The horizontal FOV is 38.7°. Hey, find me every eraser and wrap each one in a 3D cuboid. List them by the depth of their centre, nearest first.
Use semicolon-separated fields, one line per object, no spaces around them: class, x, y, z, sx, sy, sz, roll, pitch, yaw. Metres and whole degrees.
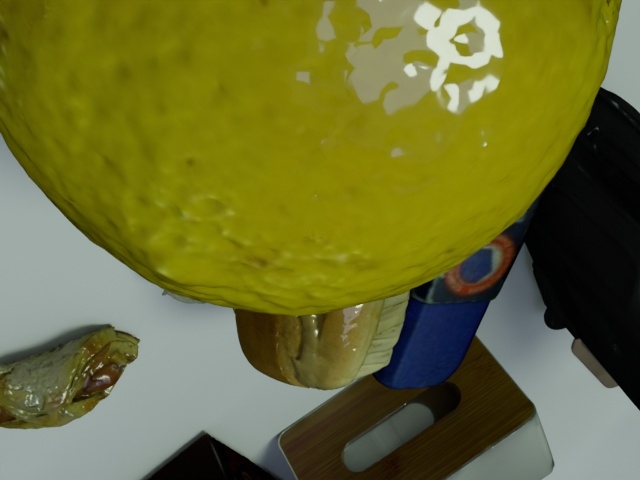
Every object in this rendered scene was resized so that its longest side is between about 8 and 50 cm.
eraser;0.105;-0.042;0.782;0.102;0.155;0.332;0;126;-29

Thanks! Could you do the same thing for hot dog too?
hot dog;-0.230;0.129;0.783;0.169;0.061;0.078;-19;134;-16

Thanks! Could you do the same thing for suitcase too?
suitcase;0.320;0.053;0.848;0.188;0.345;0.339;-35;135;6

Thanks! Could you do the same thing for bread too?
bread;0.000;0.000;0.726;0.106;0.140;0.236;-10;108;-55

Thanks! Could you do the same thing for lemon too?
lemon;-0.023;-0.128;0.506;0.350;0.350;0.387;4;140;-32

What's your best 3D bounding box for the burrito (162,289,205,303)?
burrito;-0.125;-0.030;0.719;0.087;0.060;0.226;-35;135;-8

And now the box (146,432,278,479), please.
box;-0.098;0.408;1.044;0.264;0.116;0.415;-38;135;3

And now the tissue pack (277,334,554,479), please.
tissue pack;0.108;0.232;0.996;0.246;0.159;0.136;-35;136;-3

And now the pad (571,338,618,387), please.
pad;0.450;0.081;1.181;0.266;0.002;0.176;-43;134;7
